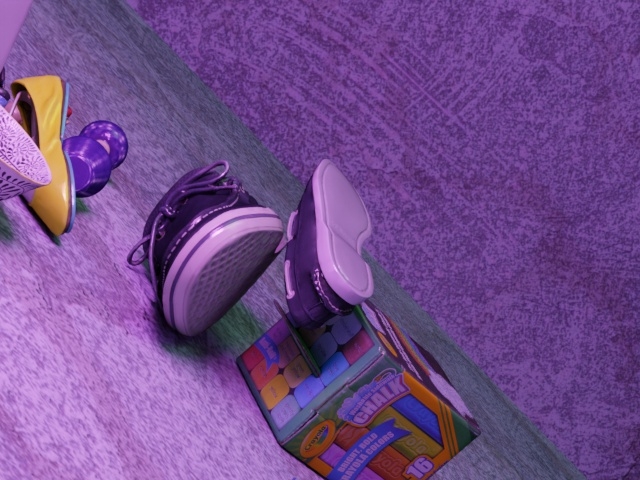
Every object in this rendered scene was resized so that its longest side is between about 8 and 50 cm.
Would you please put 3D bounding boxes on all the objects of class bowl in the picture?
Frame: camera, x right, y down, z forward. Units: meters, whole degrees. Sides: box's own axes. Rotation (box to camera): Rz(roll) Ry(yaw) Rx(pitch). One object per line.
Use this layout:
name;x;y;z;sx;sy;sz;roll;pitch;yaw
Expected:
bowl;-0.359;-0.093;1.685;0.170;0.080;0.170;46;8;-8

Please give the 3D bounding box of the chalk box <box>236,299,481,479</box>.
chalk box;0.028;0.180;2.088;0.289;0.179;0.180;40;11;-37

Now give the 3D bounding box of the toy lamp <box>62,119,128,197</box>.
toy lamp;-0.292;-0.104;2.111;0.080;0.080;0.275;47;9;-7

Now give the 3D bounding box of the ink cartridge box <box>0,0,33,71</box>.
ink cartridge box;-0.452;-0.283;1.625;0.306;0.131;0.226;27;5;4

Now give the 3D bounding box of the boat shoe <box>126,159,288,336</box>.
boat shoe;-0.144;0.002;2.056;0.156;0.187;0.500;42;3;1

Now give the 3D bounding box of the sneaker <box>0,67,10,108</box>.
sneaker;-0.398;-0.188;1.961;0.063;0.073;0.162;40;11;-44

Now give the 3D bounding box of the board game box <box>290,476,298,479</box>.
board game box;0.011;0.341;1.673;0.210;0.047;0.160;49;8;8

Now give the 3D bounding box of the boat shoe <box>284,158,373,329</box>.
boat shoe;0.000;0.000;2.052;0.114;0.091;0.302;47;20;-18

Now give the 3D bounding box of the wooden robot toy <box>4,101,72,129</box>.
wooden robot toy;-0.356;-0.152;2.049;0.079;0.076;0.173;36;9;-4

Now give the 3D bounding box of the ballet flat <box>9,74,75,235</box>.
ballet flat;-0.325;-0.100;1.902;0.077;0.077;0.231;8;49;-21
